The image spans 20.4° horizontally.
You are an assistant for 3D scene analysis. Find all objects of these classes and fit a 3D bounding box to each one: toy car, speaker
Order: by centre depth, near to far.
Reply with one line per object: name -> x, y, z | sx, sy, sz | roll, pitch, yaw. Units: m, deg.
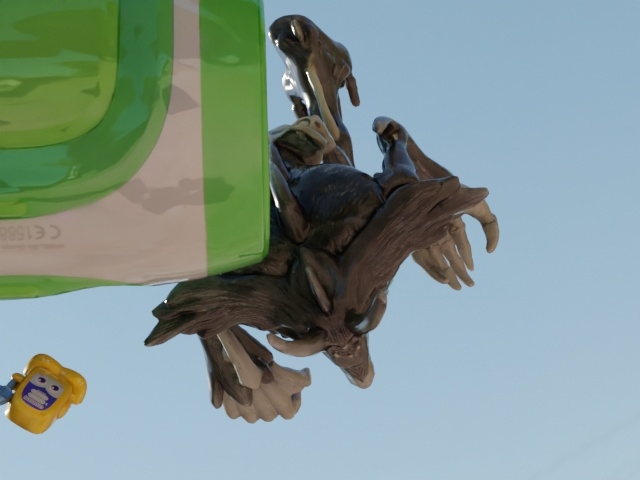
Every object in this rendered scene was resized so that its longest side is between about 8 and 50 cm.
toy car -> -0.114, 0.007, 0.566 | 0.060, 0.122, 0.040 | -42, 8, 29
speaker -> -0.169, -0.041, 0.687 | 0.297, 0.131, 0.131 | -1, -31, -3

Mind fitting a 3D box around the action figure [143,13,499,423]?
action figure -> 0.000, 0.000, 0.844 | 0.164, 0.275, 0.141 | -28, -60, 6
